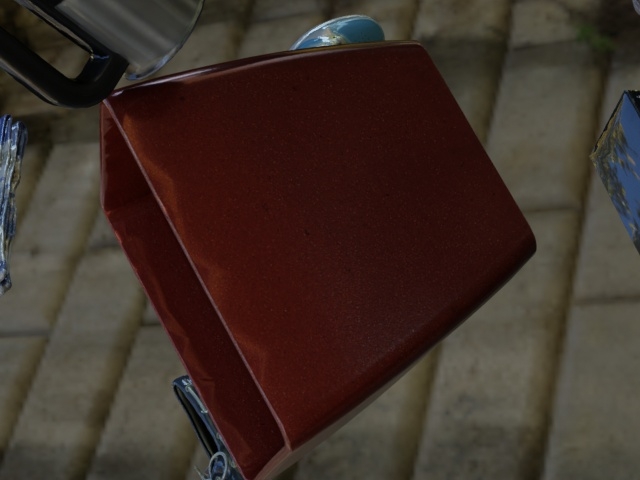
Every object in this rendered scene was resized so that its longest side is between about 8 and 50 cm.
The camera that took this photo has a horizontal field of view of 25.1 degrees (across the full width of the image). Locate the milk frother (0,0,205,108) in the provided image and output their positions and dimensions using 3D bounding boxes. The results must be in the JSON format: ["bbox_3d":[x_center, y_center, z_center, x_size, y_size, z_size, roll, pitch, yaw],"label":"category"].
[{"bbox_3d":[-0.173,-0.165,0.919,0.135,0.143,0.129,36,-86,-36],"label":"milk frother"}]

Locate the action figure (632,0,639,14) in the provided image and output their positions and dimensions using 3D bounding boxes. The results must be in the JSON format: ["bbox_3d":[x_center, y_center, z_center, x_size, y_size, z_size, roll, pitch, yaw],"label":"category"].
[{"bbox_3d":[0.461,-0.257,1.340,0.341,0.330,0.178,60,-161,-64],"label":"action figure"}]

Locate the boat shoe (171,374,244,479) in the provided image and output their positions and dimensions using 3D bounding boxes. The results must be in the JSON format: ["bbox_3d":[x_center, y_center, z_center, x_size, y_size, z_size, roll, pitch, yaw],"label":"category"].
[{"bbox_3d":[-0.114,0.276,1.788,0.079,0.095,0.254,-15,-109,-20],"label":"boat shoe"}]

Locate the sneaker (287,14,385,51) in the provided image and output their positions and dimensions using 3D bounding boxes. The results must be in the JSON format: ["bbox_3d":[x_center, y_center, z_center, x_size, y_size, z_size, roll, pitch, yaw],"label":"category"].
[{"bbox_3d":[0.015,-0.227,1.982,0.319,0.208,0.127,-41,-75,-28],"label":"sneaker"}]

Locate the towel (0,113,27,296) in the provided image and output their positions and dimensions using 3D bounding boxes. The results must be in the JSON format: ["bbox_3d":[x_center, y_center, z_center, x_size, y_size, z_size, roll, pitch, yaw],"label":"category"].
[{"bbox_3d":[-0.378,0.006,1.424,0.034,0.209,0.285,46,-161,-33],"label":"towel"}]

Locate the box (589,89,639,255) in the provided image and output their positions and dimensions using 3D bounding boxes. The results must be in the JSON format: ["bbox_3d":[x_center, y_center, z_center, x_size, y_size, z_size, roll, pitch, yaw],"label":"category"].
[{"bbox_3d":[0.394,-0.020,1.348,0.184,0.103,0.261,-1,-130,-22],"label":"box"}]

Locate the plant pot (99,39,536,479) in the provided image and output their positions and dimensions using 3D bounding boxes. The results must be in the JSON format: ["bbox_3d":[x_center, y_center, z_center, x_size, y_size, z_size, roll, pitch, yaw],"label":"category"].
[{"bbox_3d":[0.000,0.000,1.067,0.267,0.235,0.267,61,166,10],"label":"plant pot"}]
